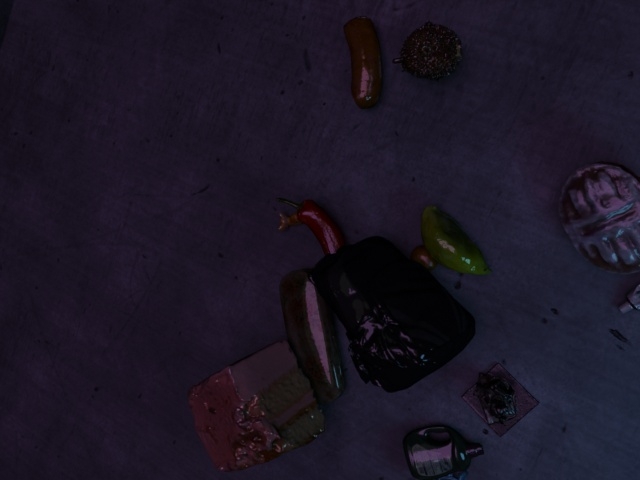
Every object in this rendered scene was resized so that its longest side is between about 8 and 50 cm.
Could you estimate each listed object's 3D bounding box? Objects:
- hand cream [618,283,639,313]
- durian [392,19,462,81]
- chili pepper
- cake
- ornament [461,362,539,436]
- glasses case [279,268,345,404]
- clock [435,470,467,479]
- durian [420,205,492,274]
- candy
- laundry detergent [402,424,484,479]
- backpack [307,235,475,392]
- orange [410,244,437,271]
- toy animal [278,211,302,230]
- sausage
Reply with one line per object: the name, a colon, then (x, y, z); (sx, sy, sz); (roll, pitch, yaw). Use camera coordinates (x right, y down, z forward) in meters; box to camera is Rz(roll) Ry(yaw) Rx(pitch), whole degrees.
hand cream: (0.876, 0.108, 1.363); (0.257, 0.050, 0.084); (-35, 75, 15)
durian: (0.297, -0.519, 1.509); (0.196, 0.196, 0.167); (-5, 91, 22)
chili pepper: (0.008, 0.001, 1.663); (0.137, 0.092, 0.368); (-27, 84, -23)
cake: (-0.197, 0.502, 1.621); (0.314, 0.293, 0.306); (-33, 78, 37)
ornament: (0.470, 0.447, 1.449); (0.166, 0.196, 0.153); (45, 105, 17)
glasses case: (-0.028, 0.300, 1.695); (0.156, 0.098, 0.425); (-13, 86, 29)
clock: (0.380, 0.731, 1.567); (0.108, 0.045, 0.147); (19, 97, 20)
durian: (0.371, 0.007, 1.514); (0.250, 0.139, 0.101); (52, 150, 22)
candy: (0.732, -0.062, 1.359); (0.214, 0.157, 0.289); (-29, 87, 34)
laundry detergent: (0.358, 0.605, 1.558); (0.222, 0.078, 0.144); (-22, 73, 20)
backpack: (0.179, 0.179, 1.495); (0.445, 0.363, 0.255); (53, 139, 20)
orange: (0.303, 0.054, 1.573); (0.085, 0.085, 0.085); (0, 91, 22)
toy animal: (-0.100, -0.067, 1.737); (0.083, 0.081, 0.060); (-10, 89, 2)
sausage: (0.133, -0.533, 1.623); (0.109, 0.109, 0.270); (-5, 88, 22)
